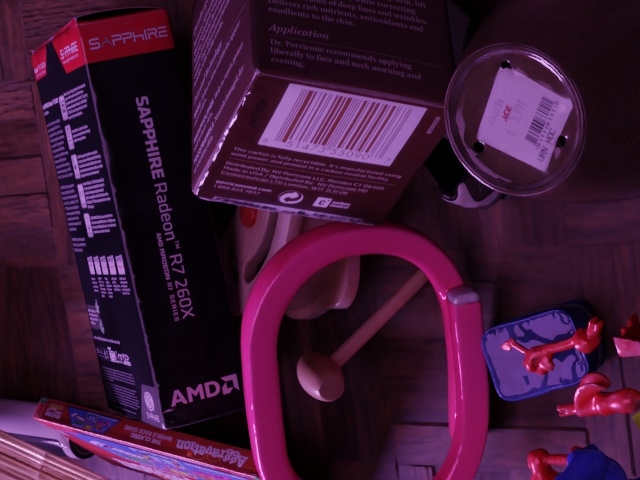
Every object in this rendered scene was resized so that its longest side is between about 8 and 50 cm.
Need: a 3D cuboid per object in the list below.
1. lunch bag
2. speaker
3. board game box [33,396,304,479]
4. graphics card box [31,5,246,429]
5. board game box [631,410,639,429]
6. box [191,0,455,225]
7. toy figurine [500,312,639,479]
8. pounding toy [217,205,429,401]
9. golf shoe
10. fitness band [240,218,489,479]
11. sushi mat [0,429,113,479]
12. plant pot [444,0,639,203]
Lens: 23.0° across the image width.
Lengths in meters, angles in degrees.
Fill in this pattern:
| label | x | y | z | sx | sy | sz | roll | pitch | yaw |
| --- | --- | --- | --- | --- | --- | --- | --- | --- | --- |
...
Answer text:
| label | x | y | z | sx | sy | sz | roll | pitch | yaw |
| --- | --- | --- | --- | --- | --- | --- | --- | --- | --- |
| lunch bag | 0.186 | 0.093 | 1.319 | 0.098 | 0.065 | 0.067 | -17 | 88 | 28 |
| speaker | -0.301 | 0.202 | 1.696 | 0.136 | 0.055 | 0.055 | 3 | 101 | 35 |
| board game box | -0.133 | 0.215 | 1.532 | 0.281 | 0.145 | 0.027 | 9 | 70 | 34 |
| graphics card box | -0.173 | -0.019 | 1.471 | 0.233 | 0.094 | 0.371 | 175 | 83 | -69 |
| board game box | 0.343 | 0.128 | 1.228 | 0.181 | 0.043 | 0.092 | -41 | 76 | 34 |
| box | -0.003 | -0.147 | 1.257 | 0.167 | 0.168 | 0.203 | 122 | 151 | -51 |
| toy figurine | 0.211 | 0.264 | 1.195 | 0.191 | 0.217 | 0.363 | -3 | 112 | 37 |
| pounding toy | 0.000 | 0.000 | 1.431 | 0.154 | 0.154 | 0.270 | 19 | 103 | 61 |
| golf shoe | 0.105 | -0.121 | 1.316 | 0.077 | 0.094 | 0.198 | -27 | 82 | 37 |
| fitness band | 0.039 | 0.125 | 1.348 | 0.054 | 0.209 | 0.291 | -128 | 31 | -70 |
| sushi mat | -0.311 | 0.288 | 1.635 | 0.316 | 0.019 | 0.151 | 24 | 87 | 2 |
| plant pot | 0.192 | -0.113 | 1.154 | 0.215 | 0.230 | 0.215 | 11 | 112 | 30 |
